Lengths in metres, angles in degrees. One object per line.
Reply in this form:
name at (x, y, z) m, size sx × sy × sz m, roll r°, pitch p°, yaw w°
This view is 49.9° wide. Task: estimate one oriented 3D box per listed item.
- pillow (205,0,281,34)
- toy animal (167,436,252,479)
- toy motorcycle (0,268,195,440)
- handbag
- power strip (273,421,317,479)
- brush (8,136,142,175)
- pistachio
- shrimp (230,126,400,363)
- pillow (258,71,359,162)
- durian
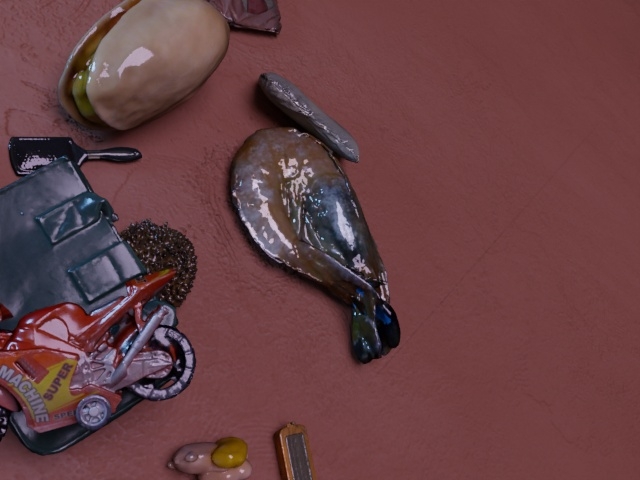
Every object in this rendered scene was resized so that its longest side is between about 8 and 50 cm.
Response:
pillow at (-0.180, -0.456, 1.280) m, size 0.248 × 0.049 × 0.135 m, roll -4°, pitch 73°, yaw -38°
toy animal at (-0.144, 0.319, 0.949) m, size 0.114 × 0.091 × 0.082 m, roll 1°, pitch 84°, yaw -34°
toy motorcycle at (-0.295, 0.136, 0.785) m, size 0.297 × 0.089 × 0.171 m, roll -14°, pitch 84°, yaw -17°
handbag at (-0.332, 0.080, 0.880) m, size 0.238 × 0.089 × 0.327 m, roll -31°, pitch 86°, yaw -15°
power strip at (-0.032, 0.364, 1.035) m, size 0.049 × 0.028 × 0.178 m, roll -2°, pitch 71°, yaw -34°
brush at (-0.364, -0.130, 1.037) m, size 0.193 × 0.016 × 0.063 m, roll -6°, pitch 74°, yaw -34°
pistachio at (-0.265, -0.279, 1.075) m, size 0.187 × 0.187 × 0.299 m, roll 46°, pitch 59°, yaw -8°
shrimp at (0.000, 0.000, 1.173) m, size 0.221 × 0.110 × 0.446 m, roll -26°, pitch 82°, yaw -32°
pillow at (-0.019, -0.225, 1.251) m, size 0.229 × 0.128 × 0.051 m, roll 38°, pitch 99°, yaw -13°
durian at (-0.238, 0.048, 0.997) m, size 0.148 × 0.091 × 0.189 m, roll 5°, pitch 69°, yaw -31°
